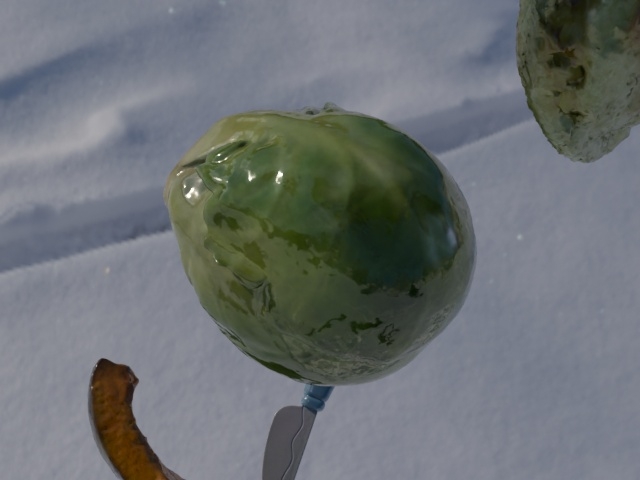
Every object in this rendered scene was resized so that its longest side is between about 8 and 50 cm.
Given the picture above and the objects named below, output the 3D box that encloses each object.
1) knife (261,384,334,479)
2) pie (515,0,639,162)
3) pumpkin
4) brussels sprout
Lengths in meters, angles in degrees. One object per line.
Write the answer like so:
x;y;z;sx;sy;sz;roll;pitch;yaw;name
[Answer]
-0.027;0.217;1.448;0.058;0.032;0.244;26;77;-5;knife
0.194;-0.157;0.670;0.090;0.201;0.248;31;87;28;pie
-0.147;0.297;1.330;0.095;0.258;0.290;-39;58;-10;pumpkin
0.000;0.000;0.942;0.244;0.244;0.244;12;46;-13;brussels sprout
